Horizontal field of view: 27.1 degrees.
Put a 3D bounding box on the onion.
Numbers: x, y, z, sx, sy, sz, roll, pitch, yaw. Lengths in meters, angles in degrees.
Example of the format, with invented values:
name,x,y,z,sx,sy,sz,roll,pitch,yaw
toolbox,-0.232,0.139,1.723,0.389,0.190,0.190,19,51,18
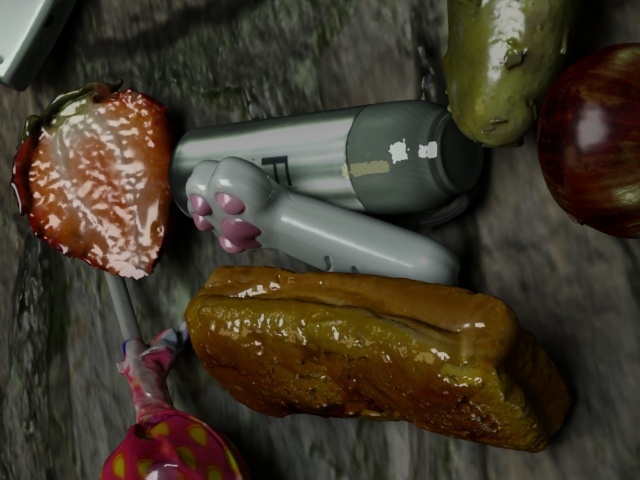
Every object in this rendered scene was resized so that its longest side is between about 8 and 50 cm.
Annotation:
name,x,y,z,sx,sy,sz,roll,pitch,yaw
onion,0.183,-0.061,0.798,0.119,0.118,0.117,-11,74,39

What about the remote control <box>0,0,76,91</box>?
name,x,y,z,sx,sy,sz,roll,pitch,yaw
remote control,-0.384,-0.270,1.238,0.344,0.050,0.145,28,90,17

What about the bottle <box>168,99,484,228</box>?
name,x,y,z,sx,sy,sz,roll,pitch,yaw
bottle,0.001,-0.048,0.969,0.254,0.079,0.096,-4,121,40

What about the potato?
name,x,y,z,sx,sy,sz,roll,pitch,yaw
potato,0.123,-0.170,0.853,0.117,0.090,0.225,144,132,-77

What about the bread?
name,x,y,z,sx,sy,sz,roll,pitch,yaw
bread,0.032,0.084,0.904,0.271,0.139,0.077,5,55,39

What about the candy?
name,x,y,z,sx,sy,sz,roll,pitch,yaw
candy,-0.146,0.102,1.070,0.124,0.124,0.365,-45,48,27

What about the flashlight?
name,x,y,z,sx,sy,sz,roll,pitch,yaw
flashlight,0.000,0.000,0.922,0.200,0.093,0.047,21,65,7

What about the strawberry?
name,x,y,z,sx,sy,sz,roll,pitch,yaw
strawberry,-0.172,-0.046,1.106,0.146,0.082,0.187,-30,69,7
